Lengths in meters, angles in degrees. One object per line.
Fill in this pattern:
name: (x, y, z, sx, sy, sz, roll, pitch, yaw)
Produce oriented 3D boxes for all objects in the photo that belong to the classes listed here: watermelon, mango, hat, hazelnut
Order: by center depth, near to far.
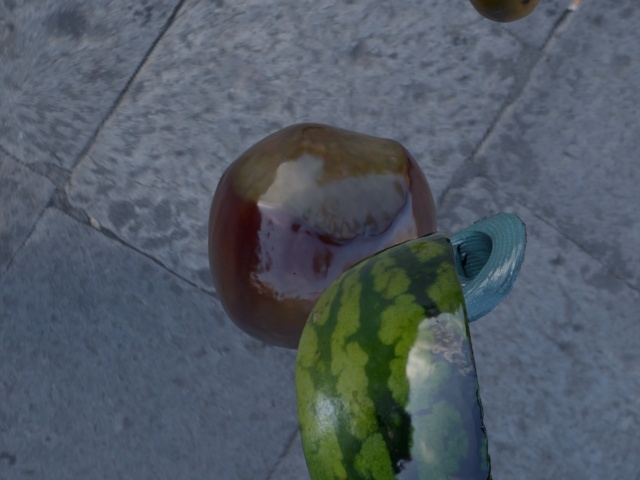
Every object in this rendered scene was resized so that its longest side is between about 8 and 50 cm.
watermelon: (0.081, 0.115, 0.740, 0.159, 0.128, 0.303, 5, 66, -31)
hat: (0.161, 0.050, 1.136, 0.191, 0.138, 0.078, -31, 118, 14)
mango: (0.258, -0.373, 1.398, 0.115, 0.178, 0.090, 22, 66, 15)
hazelnut: (0.000, -0.009, 1.536, 0.366, 0.366, 0.365, -2, 98, -17)
